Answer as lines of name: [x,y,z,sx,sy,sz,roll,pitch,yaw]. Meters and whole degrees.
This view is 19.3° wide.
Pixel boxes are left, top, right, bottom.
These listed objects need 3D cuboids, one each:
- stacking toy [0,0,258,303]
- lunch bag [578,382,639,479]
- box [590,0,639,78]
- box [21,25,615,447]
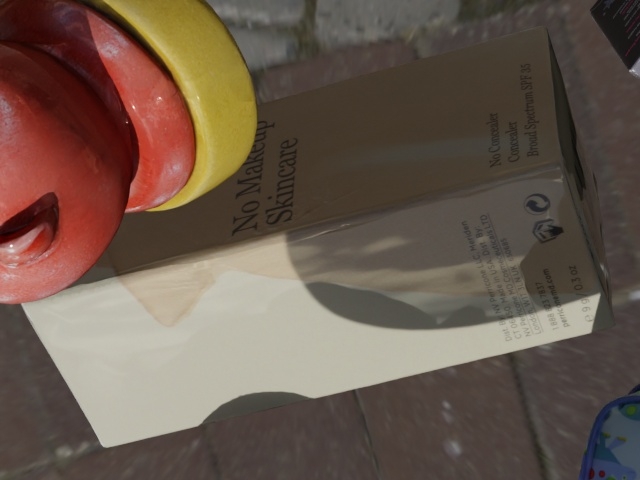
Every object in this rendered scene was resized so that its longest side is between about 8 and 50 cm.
stacking toy: [-0.213,-0.076,0.770,0.279,0.309,0.130,54,49,-17]
lunch bag: [0.231,0.168,0.941,0.219,0.090,0.176,9,96,20]
box: [0.388,-0.228,1.660,0.163,0.142,0.247,30,112,-22]
box: [0.000,0.000,1.082,0.311,0.148,0.121,-15,126,12]
